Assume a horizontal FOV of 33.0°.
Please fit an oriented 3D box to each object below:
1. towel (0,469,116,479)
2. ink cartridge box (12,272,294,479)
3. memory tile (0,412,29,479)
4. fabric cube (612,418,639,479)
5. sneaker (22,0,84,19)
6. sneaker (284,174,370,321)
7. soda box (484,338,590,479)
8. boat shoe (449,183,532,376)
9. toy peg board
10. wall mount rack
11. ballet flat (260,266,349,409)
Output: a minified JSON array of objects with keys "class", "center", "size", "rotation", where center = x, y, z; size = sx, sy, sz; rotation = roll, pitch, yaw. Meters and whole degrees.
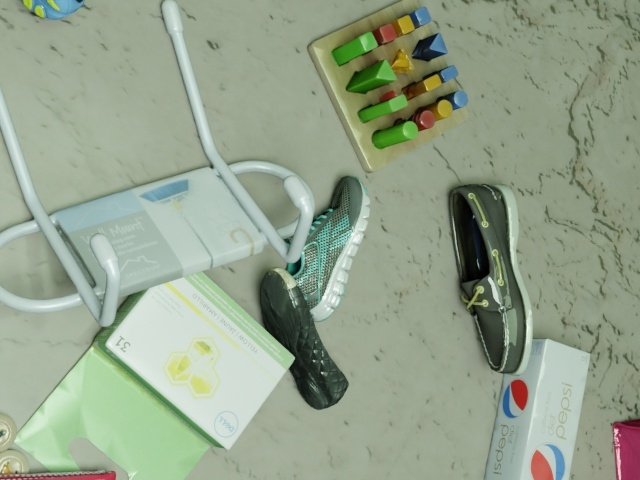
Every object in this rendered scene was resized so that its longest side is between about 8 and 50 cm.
[{"class":"towel","center":[-0.284,0.351,0.976],"size":[0.199,0.031,0.274],"rotation":[4,87,-29]},{"class":"ink cartridge box","center":[-0.158,0.154,1.063],"size":[0.171,0.056,0.235],"rotation":[45,65,-18]},{"class":"memory tile","center":[-0.325,0.209,0.983],"size":[0.113,0.012,0.148],"rotation":[-23,97,-26]},{"class":"fabric cube","center":[0.547,0.339,1.317],"size":[0.258,0.254,0.258],"rotation":[-1,86,-27]},{"class":"sneaker","center":[-0.290,-0.301,1.040],"size":[0.188,0.067,0.078],"rotation":[54,43,-11]},{"class":"sneaker","center":[0.000,0.000,1.162],"size":[0.076,0.065,0.166],"rotation":[24,72,-21]},{"class":"soda box","center":[0.252,0.227,1.271],"size":[0.074,0.069,0.216],"rotation":[20,76,-26]},{"class":"boat shoe","center":[0.192,0.046,1.254],"size":[0.069,0.081,0.227],"rotation":[0,78,-26]},{"class":"toy peg board","center":[0.097,-0.185,1.222],"size":[0.161,0.079,0.161],"rotation":[-30,100,-28]},{"class":"wall mount rack","center":[-0.175,-0.078,1.044],"size":[0.350,0.130,0.304],"rotation":[-19,56,-30]},{"class":"ballet flat","center":[-0.019,0.101,1.139],"size":[0.049,0.058,0.173],"rotation":[-40,119,-38]}]
